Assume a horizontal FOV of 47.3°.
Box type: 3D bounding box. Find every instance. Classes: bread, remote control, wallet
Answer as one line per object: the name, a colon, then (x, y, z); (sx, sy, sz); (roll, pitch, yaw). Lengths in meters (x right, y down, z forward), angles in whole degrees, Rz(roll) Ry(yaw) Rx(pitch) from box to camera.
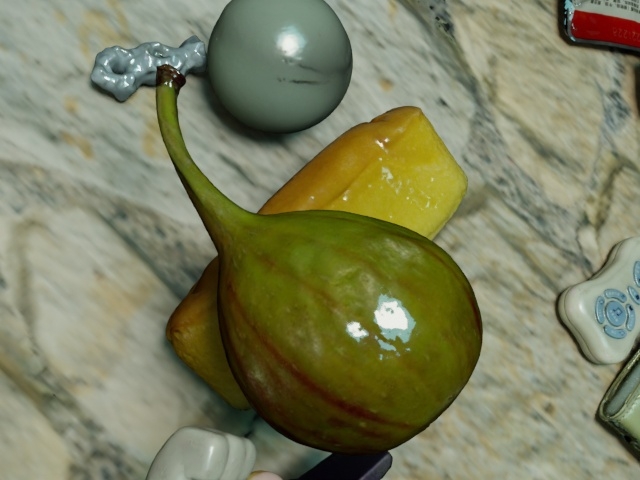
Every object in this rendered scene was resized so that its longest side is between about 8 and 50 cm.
bread: (0.000, 0.000, 0.496); (0.245, 0.102, 0.094); (-45, 101, -25)
remote control: (0.259, 0.050, 0.626); (0.122, 0.032, 0.074); (-35, 90, -28)
wallet: (0.317, 0.158, 0.613); (0.155, 0.039, 0.110); (44, 74, -7)

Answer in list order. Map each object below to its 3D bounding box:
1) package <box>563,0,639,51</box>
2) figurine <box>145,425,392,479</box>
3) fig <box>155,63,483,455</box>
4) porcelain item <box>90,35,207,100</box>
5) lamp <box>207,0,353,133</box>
package: (0.292, -0.302, 0.742); (0.154, 0.030, 0.239); (1, 75, -24)
figurine: (-0.041, 0.230, 0.378); (0.143, 0.308, 0.308); (24, 58, 33)
fig: (-0.021, 0.002, 0.373); (0.124, 0.124, 0.236); (-38, 86, -27)
porcelain item: (-0.122, -0.124, 0.516); (0.083, 0.028, 0.036); (-22, 87, -25)
lamp: (-0.029, -0.127, 0.514); (0.105, 0.105, 0.105); (6, 73, -21)
